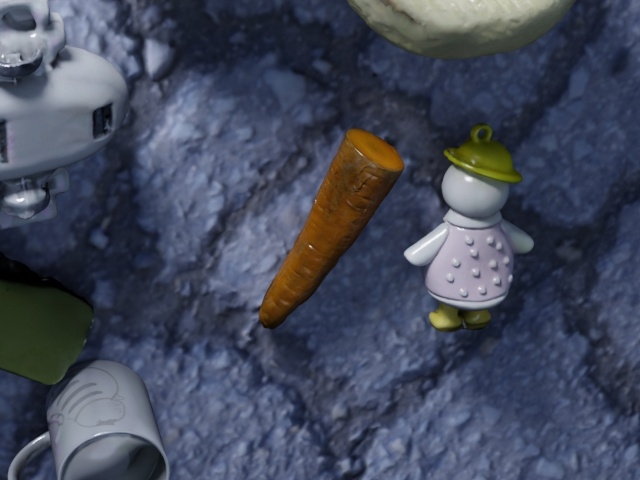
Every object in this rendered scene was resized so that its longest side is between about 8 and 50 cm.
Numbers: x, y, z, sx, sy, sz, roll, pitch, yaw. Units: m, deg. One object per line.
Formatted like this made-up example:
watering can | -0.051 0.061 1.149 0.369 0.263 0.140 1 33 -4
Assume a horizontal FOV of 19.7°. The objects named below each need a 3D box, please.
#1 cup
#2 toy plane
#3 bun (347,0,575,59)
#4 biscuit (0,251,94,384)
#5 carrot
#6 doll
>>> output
cup | -0.212 0.181 1.664 0.136 0.133 0.099 -1 117 -14
toy plane | -0.280 -0.104 1.505 0.252 0.118 0.252 -12 131 -14
bun | 0.112 -0.246 1.540 0.222 0.127 0.222 0 83 -1
biscuit | -0.314 0.039 1.560 0.322 0.038 0.099 30 90 -49
carrot | 0.000 0.000 1.677 0.061 0.061 0.209 21 114 -23
doll | 0.138 -0.009 1.689 0.129 0.081 0.207 -5 116 -20
